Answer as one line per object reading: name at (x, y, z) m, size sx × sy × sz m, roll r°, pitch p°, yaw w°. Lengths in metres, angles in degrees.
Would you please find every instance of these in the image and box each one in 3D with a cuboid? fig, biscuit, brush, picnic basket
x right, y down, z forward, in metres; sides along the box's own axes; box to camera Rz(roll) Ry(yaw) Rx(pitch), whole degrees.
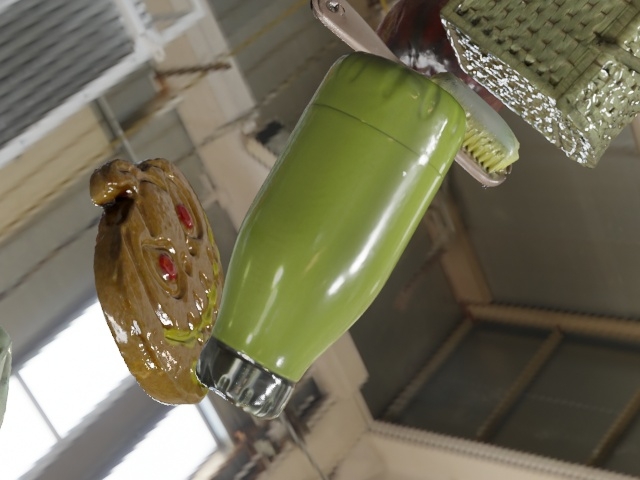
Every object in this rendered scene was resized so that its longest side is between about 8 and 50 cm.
fig at (0.192, -0.269, 1.661) m, size 0.263 × 0.224 × 0.224 m, roll -34°, pitch -152°, yaw -7°
biscuit at (-0.212, 0.034, 1.605) m, size 0.070 × 0.350 × 0.394 m, roll -15°, pitch -144°, yaw 13°
brush at (0.116, -0.191, 1.341) m, size 0.067 × 0.313 × 0.072 m, roll -44°, pitch -176°, yaw 42°
picnic basket at (0.213, -0.172, 0.857) m, size 0.154 × 0.134 × 0.196 m, roll 42°, pitch -91°, yaw 16°

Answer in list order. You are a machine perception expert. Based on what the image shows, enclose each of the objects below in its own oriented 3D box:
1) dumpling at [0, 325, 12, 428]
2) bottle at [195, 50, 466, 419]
dumpling at (-0.362, 0.169, 1.029) m, size 0.151 × 0.124 × 0.229 m, roll 7°, pitch -128°, yaw 18°
bottle at (0.000, 0.000, 0.823) m, size 0.112 × 0.112 × 0.260 m, roll 24°, pitch -97°, yaw 55°
